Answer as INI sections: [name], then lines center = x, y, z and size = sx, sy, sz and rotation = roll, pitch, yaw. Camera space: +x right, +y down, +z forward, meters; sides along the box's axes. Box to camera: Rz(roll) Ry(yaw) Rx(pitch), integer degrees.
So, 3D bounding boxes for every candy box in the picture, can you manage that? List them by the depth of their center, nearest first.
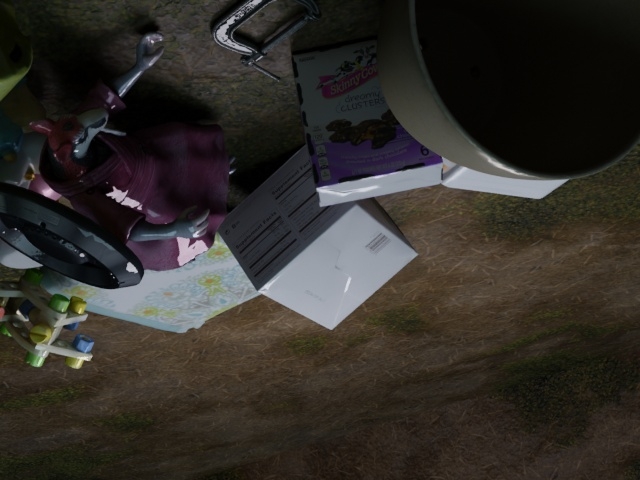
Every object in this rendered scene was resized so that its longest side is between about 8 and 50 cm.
[candy box]
center = 0.059, -0.158, 1.361
size = 0.164, 0.196, 0.070
rotation = -12, 159, 1

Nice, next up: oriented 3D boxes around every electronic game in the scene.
[electronic game]
center = -0.324, -0.005, 1.296
size = 0.229, 0.048, 0.229
rotation = 22, 160, 8

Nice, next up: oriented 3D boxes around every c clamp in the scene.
[c clamp]
center = -0.060, -0.264, 1.299
size = 0.137, 0.022, 0.160
rotation = 15, 147, -36

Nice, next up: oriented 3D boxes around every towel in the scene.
[towel]
center = -0.248, 0.045, 1.827
size = 0.320, 0.090, 0.374
rotation = -28, 151, 27

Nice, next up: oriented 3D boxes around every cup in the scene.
[cup]
center = 0.193, -0.217, 1.206
size = 0.331, 0.331, 0.237
rotation = 0, 174, -24

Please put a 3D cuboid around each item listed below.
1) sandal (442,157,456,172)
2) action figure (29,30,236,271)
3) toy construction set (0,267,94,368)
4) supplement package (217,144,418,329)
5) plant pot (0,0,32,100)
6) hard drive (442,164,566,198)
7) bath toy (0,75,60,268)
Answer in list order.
[sandal]
center = 0.165, -0.131, 1.619
size = 0.265, 0.076, 0.102
rotation = -26, 152, 31
[action figure]
center = -0.265, -0.099, 1.350
size = 0.275, 0.248, 0.370
rotation = -13, 164, 23
[toy construction set]
center = -0.506, 0.104, 1.612
size = 0.151, 0.215, 0.327
rotation = -56, 156, -4
[supplement package]
center = 0.000, 0.000, 1.679
size = 0.204, 0.145, 0.262
rotation = -42, 150, 8
[plant pot]
center = -0.448, -0.175, 1.072
size = 0.254, 0.276, 0.276
rotation = -33, 150, 17
[hard drive]
center = 0.382, -0.175, 1.655
size = 0.233, 0.047, 0.353
rotation = 5, 152, -32
[bath toy]
center = -0.408, -0.084, 1.415
size = 0.151, 0.129, 0.348
rotation = -9, 155, -11
